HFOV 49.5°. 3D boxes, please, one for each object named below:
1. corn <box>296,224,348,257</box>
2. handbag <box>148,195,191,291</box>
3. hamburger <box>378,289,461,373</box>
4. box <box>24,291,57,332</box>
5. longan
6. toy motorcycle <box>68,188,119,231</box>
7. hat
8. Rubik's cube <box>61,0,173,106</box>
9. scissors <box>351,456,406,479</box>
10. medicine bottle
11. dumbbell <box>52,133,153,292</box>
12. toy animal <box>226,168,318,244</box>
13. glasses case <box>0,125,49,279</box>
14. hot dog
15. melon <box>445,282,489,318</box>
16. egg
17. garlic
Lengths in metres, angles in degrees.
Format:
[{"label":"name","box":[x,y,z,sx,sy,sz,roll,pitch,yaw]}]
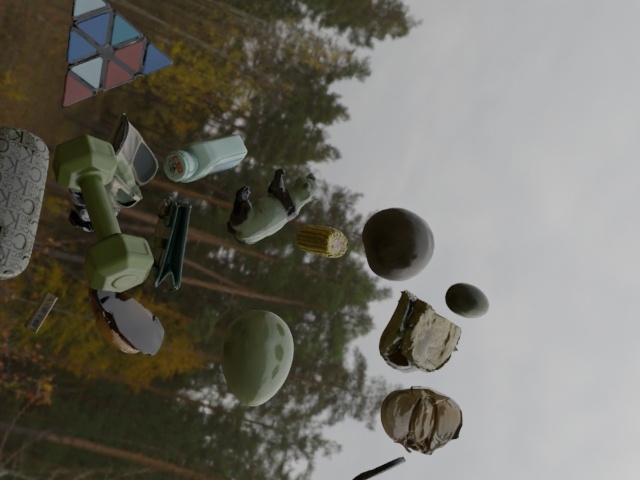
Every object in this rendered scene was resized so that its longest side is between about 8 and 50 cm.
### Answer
[{"label":"corn","box":[0.000,0.000,1.881,0.248,0.081,0.081,11,-99,68]},{"label":"handbag","box":[-0.485,0.003,2.172,0.269,0.100,0.274,-148,-111,-69]},{"label":"hamburger","box":[0.271,0.279,1.964,0.132,0.309,0.211,29,-96,41]},{"label":"box","box":[-0.572,0.146,1.419,0.053,0.024,0.083,-3,-121,61]},{"label":"longan","box":[0.239,0.010,2.221,0.248,0.248,0.248,-56,-158,37]},{"label":"toy motorcycle","box":[-0.692,-0.113,2.129,0.173,0.108,0.307,-29,168,-22]},{"label":"hat","box":[-0.557,-0.220,1.896,0.232,0.161,0.275,79,17,-70]},{"label":"Rubik's cube","box":[-0.505,-0.389,1.603,0.234,0.250,0.284,-63,-163,-13]},{"label":"scissors","box":[0.065,0.585,1.671,0.109,0.300,0.022,51,16,-69]},{"label":"medicine bottle","box":[-0.273,-0.187,1.606,0.121,0.083,0.229,-24,-175,27]},{"label":"dumbbell","box":[-0.400,-0.051,1.266,0.108,0.121,0.302,-36,-115,22]},{"label":"toy animal","box":[-0.105,-0.076,1.519,0.225,0.094,0.121,-29,-140,-8]},{"label":"glasses case","box":[-0.684,-0.087,1.513,0.085,0.137,0.355,-22,-122,40]},{"label":"hot dog","box":[-0.599,0.222,2.061,0.107,0.326,0.194,-11,-146,17]},{"label":"melon","box":[0.421,0.174,1.995,0.098,0.130,0.098,-63,-179,2]},{"label":"egg","box":[-0.189,0.349,2.063,0.218,0.218,0.295,131,-34,-49]},{"label":"garlic","box":[0.266,0.482,1.919,0.143,0.229,0.178,-150,-106,-73]}]
